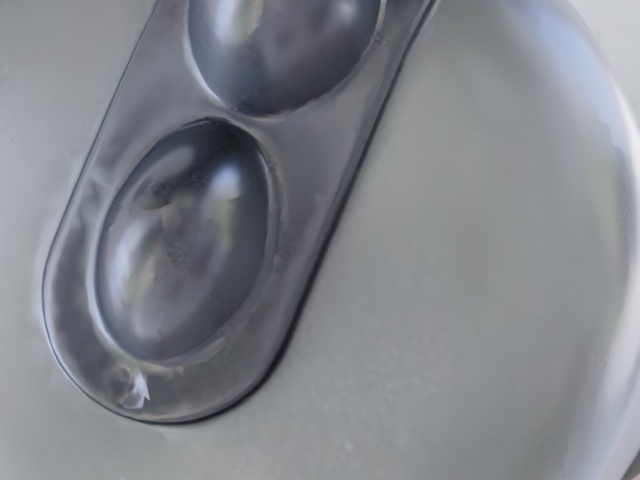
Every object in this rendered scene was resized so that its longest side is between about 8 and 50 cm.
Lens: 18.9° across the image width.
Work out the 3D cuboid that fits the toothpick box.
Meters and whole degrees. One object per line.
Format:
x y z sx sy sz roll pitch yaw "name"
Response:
0.000 0.000 0.540 0.229 0.229 0.316 -34 -10 6 "toothpick box"
